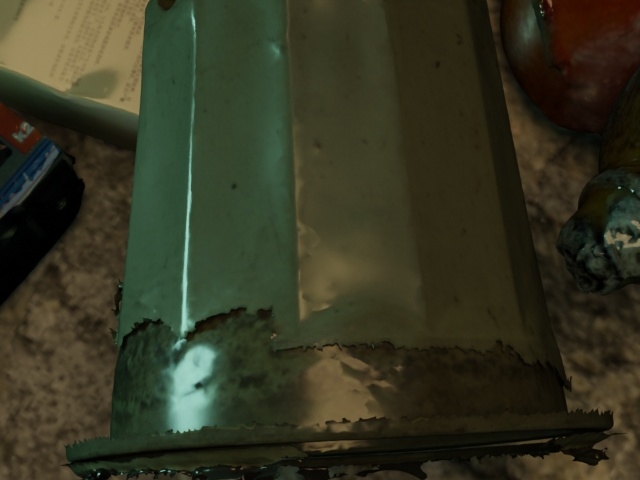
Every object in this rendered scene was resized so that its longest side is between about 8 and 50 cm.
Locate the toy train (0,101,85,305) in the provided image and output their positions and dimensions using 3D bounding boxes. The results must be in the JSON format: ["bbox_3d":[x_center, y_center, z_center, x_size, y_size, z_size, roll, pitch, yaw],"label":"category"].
[{"bbox_3d":[-0.302,0.090,0.746,0.089,0.086,0.409,39,79,7],"label":"toy train"}]

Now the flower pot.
[{"bbox_3d":[0.000,0.000,0.668,0.290,0.290,0.259,-4,79,-4],"label":"flower pot"}]

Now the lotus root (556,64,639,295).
[{"bbox_3d":[0.244,-0.065,0.664,0.322,0.140,0.158,-31,100,-13],"label":"lotus root"}]

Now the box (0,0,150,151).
[{"bbox_3d":[-0.126,-0.177,0.807,0.168,0.095,0.212,19,78,3],"label":"box"}]

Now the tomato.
[{"bbox_3d":[0.251,-0.211,0.793,0.309,0.170,0.309,1,78,-2],"label":"tomato"}]
